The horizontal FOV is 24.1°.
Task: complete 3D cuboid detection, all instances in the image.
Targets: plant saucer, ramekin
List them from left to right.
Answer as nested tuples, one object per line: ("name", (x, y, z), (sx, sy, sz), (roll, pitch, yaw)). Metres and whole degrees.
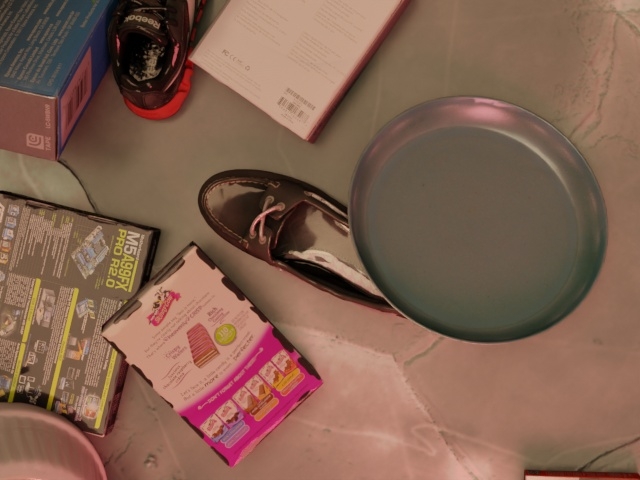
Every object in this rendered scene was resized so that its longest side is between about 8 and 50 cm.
("ramekin", (-0.379, 0.342, 1.802), (0.273, 0.127, 0.273), (-8, 116, -17))
("plant saucer", (0.186, -0.022, 1.795), (0.317, 0.044, 0.317), (3, 69, -8))

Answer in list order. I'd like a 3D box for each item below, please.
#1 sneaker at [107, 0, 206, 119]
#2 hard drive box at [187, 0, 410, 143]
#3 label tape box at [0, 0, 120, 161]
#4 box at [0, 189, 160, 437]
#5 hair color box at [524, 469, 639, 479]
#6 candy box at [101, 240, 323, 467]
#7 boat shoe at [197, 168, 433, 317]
("sneaker", (-0.197, -0.289, 1.836), (0.097, 0.135, 0.276), (9, 90, 7))
("hard drive box", (-0.020, -0.264, 1.841), (0.181, 0.089, 0.232), (36, 94, 4))
("label tape box", (-0.434, -0.241, 1.808), (0.333, 0.240, 0.106), (13, 134, 5))
("box", (-0.338, 0.091, 1.887), (0.216, 0.060, 0.270), (13, 92, 2))
("hair color box", (0.320, 0.320, 1.834), (0.141, 0.043, 0.072), (0, 91, 6))
("candy box", (-0.133, 0.138, 1.834), (0.159, 0.071, 0.233), (-43, 100, -2))
("boat shoe", (0.000, 0.000, 1.837), (0.335, 0.095, 0.112), (26, 93, 5))
